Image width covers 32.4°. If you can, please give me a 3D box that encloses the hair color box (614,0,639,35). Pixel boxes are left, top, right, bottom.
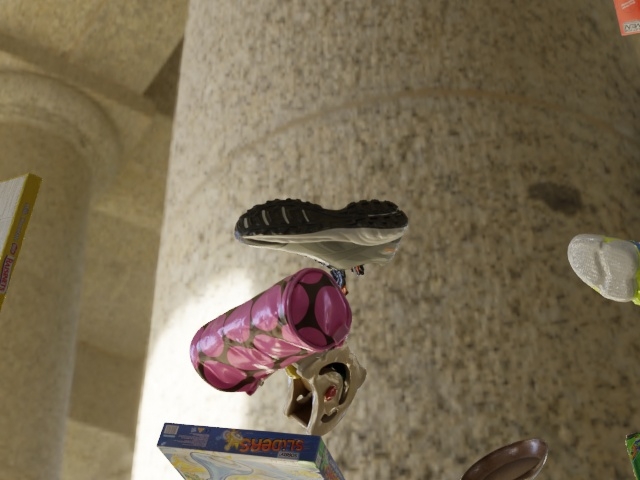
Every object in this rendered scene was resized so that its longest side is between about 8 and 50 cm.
[{"bbox_3d":[0.440,-0.368,1.545,0.043,0.072,0.141,-2,-66,44],"label":"hair color box"}]

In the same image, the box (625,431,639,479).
[{"bbox_3d":[0.513,0.318,1.161,0.290,0.279,0.177,-21,-52,18],"label":"box"}]

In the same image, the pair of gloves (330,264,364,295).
[{"bbox_3d":[0.045,0.047,1.829,0.010,0.074,0.083,9,-48,-34],"label":"pair of gloves"}]

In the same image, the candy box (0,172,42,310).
[{"bbox_3d":[-0.430,0.013,1.467,0.027,0.206,0.105,26,-19,-37],"label":"candy box"}]

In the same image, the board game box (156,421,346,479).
[{"bbox_3d":[-0.077,0.269,1.305,0.201,0.035,0.136,1,-37,22],"label":"board game box"}]

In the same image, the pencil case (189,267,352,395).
[{"bbox_3d":[-0.052,0.103,1.184,0.098,0.095,0.209,56,-39,-2],"label":"pencil case"}]

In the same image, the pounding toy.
[{"bbox_3d":[-0.026,0.238,1.954,0.154,0.155,0.269,-49,-35,-12],"label":"pounding toy"}]

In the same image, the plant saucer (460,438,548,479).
[{"bbox_3d":[0.382,0.472,2.255,0.198,0.198,0.036,-25,-84,24],"label":"plant saucer"}]

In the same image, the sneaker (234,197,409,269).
[{"bbox_3d":[0.000,0.000,1.704,0.271,0.100,0.108,2,-56,-15],"label":"sneaker"}]

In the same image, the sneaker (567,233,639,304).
[{"bbox_3d":[0.489,0.045,1.628,0.240,0.126,0.091,26,-61,19],"label":"sneaker"}]
